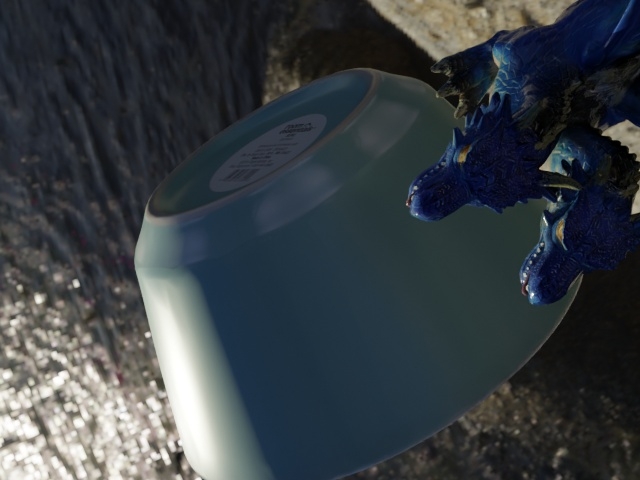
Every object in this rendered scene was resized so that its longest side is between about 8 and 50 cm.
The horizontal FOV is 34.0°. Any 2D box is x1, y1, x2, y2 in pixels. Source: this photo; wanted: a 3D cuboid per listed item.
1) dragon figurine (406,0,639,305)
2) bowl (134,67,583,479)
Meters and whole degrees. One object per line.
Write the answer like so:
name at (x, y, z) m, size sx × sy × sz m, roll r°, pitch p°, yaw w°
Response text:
dragon figurine at (0.141, -0.086, 0.427) m, size 0.085 × 0.289 × 0.144 m, roll 54°, pitch 167°, yaw -19°
bowl at (0.000, 0.000, 0.698) m, size 0.311 × 0.311 × 0.163 m, roll -3°, pitch 125°, yaw 52°
